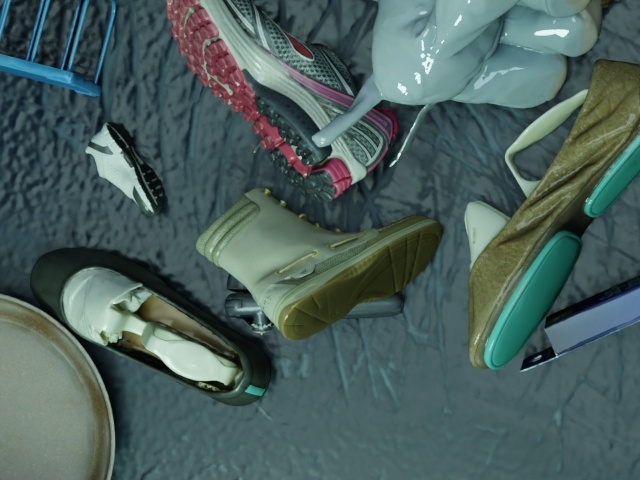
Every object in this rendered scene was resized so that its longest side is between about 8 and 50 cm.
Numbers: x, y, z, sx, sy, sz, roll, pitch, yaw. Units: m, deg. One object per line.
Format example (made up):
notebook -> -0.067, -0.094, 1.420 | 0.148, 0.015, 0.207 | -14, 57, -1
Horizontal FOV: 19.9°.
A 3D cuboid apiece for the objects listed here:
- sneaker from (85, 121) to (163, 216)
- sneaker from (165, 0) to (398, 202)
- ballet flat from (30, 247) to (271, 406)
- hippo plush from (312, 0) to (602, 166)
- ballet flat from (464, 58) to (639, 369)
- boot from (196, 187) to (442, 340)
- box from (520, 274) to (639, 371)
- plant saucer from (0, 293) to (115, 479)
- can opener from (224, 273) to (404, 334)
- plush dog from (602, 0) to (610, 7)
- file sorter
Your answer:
sneaker -> -0.203, -0.069, 1.899 | 0.044, 0.040, 0.109 | -36, 82, 24
sneaker -> -0.049, -0.178, 1.844 | 0.112, 0.121, 0.299 | -37, 84, -22
ballet flat -> -0.178, 0.083, 1.864 | 0.280, 0.096, 0.095 | 24, 95, 7
hippo plush -> 0.121, -0.251, 1.778 | 0.294, 0.234, 0.236 | -45, 54, 28
ballet flat -> 0.222, -0.038, 1.808 | 0.124, 0.116, 0.342 | 36, 96, 26
boot -> 0.000, 0.000, 1.839 | 0.213, 0.077, 0.165 | -28, 49, -28
box -> 0.293, 0.065, 1.776 | 0.225, 0.136, 0.036 | -25, 88, 8
plant saucer -> -0.362, 0.206, 1.917 | 0.310, 0.050, 0.310 | 0, 92, 9
can opener -> -0.007, 0.062, 1.858 | 0.186, 0.059, 0.073 | 3, 91, 8
plush dog -> 0.327, -0.343, 1.759 | 0.225, 0.210, 0.262 | 6, 109, 26
file sorter -> -0.307, -0.223, 1.867 | 0.170, 0.118, 0.104 | 15, 90, 7
